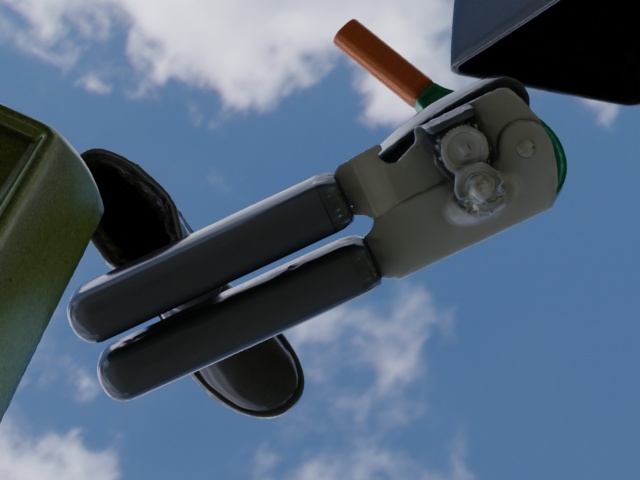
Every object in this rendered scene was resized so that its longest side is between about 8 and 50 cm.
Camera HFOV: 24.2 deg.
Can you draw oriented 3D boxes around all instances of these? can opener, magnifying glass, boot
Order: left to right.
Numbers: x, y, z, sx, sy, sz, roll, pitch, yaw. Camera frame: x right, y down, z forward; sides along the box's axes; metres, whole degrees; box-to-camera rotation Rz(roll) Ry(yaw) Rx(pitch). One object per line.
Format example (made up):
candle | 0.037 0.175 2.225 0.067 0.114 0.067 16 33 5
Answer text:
boot | -0.083 0.034 0.982 0.189 0.208 0.076 43 -103 7
can opener | 0.000 0.000 0.813 0.280 0.093 0.074 -26 -77 -4
magnifying glass | 0.103 -0.104 1.225 0.231 0.026 0.092 42 -107 15

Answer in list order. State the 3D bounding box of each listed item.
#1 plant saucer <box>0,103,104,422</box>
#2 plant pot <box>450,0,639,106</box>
plant saucer | -0.182 -0.022 0.560 0.188 0.045 0.188 24 -149 -6
plant pot | 0.208 -0.216 1.047 0.187 0.188 0.167 6 -110 -32
